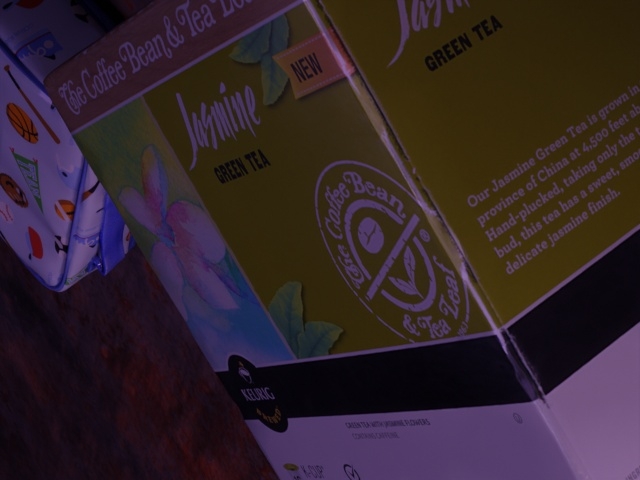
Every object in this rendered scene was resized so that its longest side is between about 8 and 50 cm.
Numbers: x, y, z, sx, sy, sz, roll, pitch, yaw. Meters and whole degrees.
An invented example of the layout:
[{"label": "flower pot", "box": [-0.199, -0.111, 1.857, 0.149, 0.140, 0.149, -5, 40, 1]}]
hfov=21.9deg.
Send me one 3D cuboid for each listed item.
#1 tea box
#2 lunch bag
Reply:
[{"label": "tea box", "box": [0.062, -0.031, 0.893, 0.323, 0.220, 0.329, 60, 153, -6]}, {"label": "lunch bag", "box": [-0.240, -0.099, 1.439, 0.243, 0.115, 0.303, 46, 151, 15]}]
